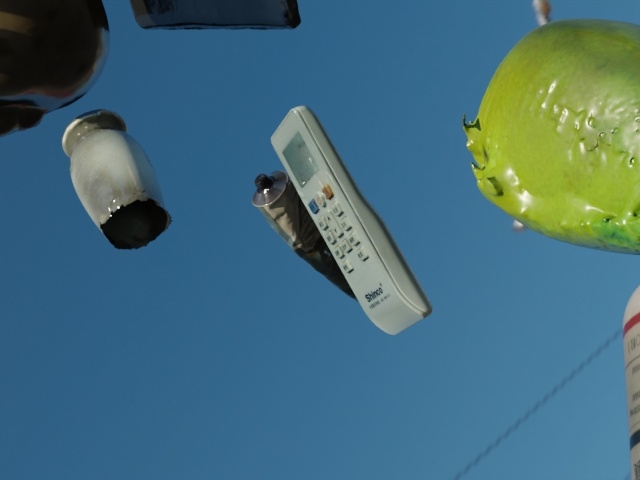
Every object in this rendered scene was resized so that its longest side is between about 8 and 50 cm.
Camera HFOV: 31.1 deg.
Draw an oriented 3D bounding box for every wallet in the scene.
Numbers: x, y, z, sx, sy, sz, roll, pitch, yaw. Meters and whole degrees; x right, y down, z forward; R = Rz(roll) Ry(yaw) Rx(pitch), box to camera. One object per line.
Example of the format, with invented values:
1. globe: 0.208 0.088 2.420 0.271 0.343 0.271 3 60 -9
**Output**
1. wallet: -0.139 -0.313 1.333 0.030 0.285 0.146 -36 -59 -38

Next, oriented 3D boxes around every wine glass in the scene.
1. wine glass: -0.282 -0.085 1.577 0.111 0.204 0.111 -17 -40 -15

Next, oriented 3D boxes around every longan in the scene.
1. longan: -0.309 -0.204 1.182 0.185 0.159 0.204 16 -89 -35

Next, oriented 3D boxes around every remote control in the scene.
1. remote control: 0.021 -0.013 0.771 0.029 0.162 0.061 -26 -7 -25

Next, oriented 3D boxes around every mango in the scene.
1. mango: 0.150 -0.050 0.588 0.100 0.178 0.119 14 -71 -30

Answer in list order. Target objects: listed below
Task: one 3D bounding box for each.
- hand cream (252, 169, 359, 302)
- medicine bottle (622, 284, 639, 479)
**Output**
1. hand cream: 0.000 0.000 1.352 0.248 0.052 0.075 45 -124 -40
2. medicine bottle: 0.245 0.142 0.661 0.131 0.131 0.250 40 -133 -51
